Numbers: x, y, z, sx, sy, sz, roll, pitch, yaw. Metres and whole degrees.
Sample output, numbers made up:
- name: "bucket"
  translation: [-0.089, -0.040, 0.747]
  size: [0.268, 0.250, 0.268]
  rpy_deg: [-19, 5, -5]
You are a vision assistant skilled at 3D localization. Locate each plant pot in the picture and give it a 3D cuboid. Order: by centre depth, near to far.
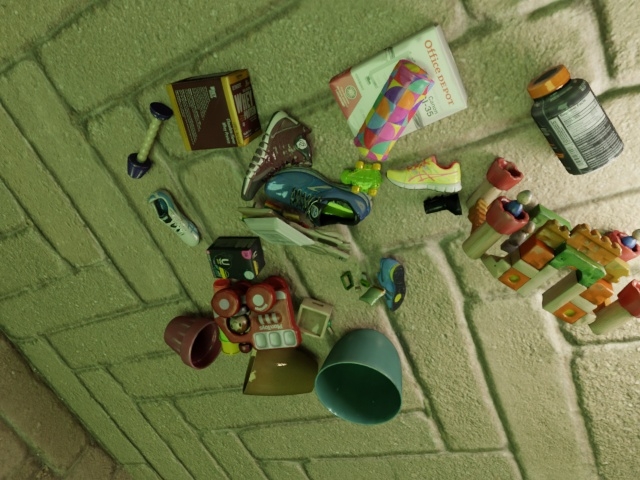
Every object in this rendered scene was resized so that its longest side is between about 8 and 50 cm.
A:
- name: "plant pot"
  translation: [0.152, 0.453, 1.522]
  size: [0.294, 0.235, 0.292]
  rpy_deg: [8, 121, 14]
- name: "plant pot"
  translation: [-0.145, 0.497, 1.667]
  size: [0.255, 0.237, 0.237]
  rpy_deg: [16, 124, -8]
- name: "plant pot"
  translation: [-0.515, 0.389, 1.734]
  size: [0.181, 0.201, 0.201]
  rpy_deg: [16, 124, 26]

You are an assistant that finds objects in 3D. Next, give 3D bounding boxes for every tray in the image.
- name: "tray"
  translation: [-0.137, -0.021, 1.323]
  size: [0.145, 0.030, 0.270]
  rpy_deg: [32, 166, -26]

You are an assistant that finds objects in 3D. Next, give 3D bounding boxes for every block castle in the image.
- name: "block castle"
  translation: [0.596, -0.002, 1.079]
  size: [0.454, 0.303, 0.212]
  rpy_deg: [32, 130, -2]

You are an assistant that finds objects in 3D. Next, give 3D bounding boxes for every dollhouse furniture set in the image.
- name: "dollhouse furniture set"
  translation: [0.136, 0.149, 1.426]
  size: [0.152, 0.076, 0.058]
  rpy_deg: [19, 136, 50]

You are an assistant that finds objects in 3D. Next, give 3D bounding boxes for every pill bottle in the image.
- name: "pill bottle"
  translation: [0.587, -0.284, 1.015]
  size: [0.131, 0.130, 0.245]
  rpy_deg: [-32, 105, 30]

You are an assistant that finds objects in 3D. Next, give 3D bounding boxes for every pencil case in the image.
- name: "pencil case"
  translation: [0.168, -0.299, 1.020]
  size: [0.105, 0.104, 0.236]
  rpy_deg: [31, 127, -2]

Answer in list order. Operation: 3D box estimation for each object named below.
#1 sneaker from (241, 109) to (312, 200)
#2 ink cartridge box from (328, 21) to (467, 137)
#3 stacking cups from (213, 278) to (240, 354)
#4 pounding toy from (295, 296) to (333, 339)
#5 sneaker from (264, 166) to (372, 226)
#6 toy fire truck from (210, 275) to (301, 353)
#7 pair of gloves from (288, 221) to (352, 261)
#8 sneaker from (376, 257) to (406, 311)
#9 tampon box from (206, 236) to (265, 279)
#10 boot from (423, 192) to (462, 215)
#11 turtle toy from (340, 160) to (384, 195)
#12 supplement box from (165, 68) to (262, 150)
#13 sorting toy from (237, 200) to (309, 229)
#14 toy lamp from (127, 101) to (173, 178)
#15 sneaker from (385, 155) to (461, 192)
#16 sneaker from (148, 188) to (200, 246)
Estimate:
- name: "sneaker"
  translation: [-0.113, -0.218, 1.256]
  size: [0.163, 0.106, 0.281]
  rpy_deg: [25, 100, -8]
- name: "ink cartridge box"
  translation: [0.197, -0.379, 1.090]
  size: [0.283, 0.117, 0.207]
  rpy_deg: [-20, 111, 27]
- name: "stacking cups"
  translation: [-0.359, 0.298, 1.677]
  size: [0.096, 0.096, 0.315]
  rpy_deg: [6, 121, 14]
- name: "pounding toy"
  translation: [-0.011, 0.288, 1.573]
  size: [0.141, 0.100, 0.129]
  rpy_deg: [18, 109, 5]
- name: "sneaker"
  translation: [-0.016, -0.125, 1.289]
  size: [0.331, 0.147, 0.129]
  rpy_deg: [15, 122, 11]
- name: "toy fire truck"
  translation: [-0.231, 0.269, 1.519]
  size: [0.303, 0.169, 0.253]
  rpy_deg: [-10, 94, 14]
- name: "pair of gloves"
  translation: [0.000, 0.000, 1.346]
  size: [0.205, 0.042, 0.240]
  rpy_deg: [18, 167, 5]
- name: "sneaker"
  translation: [0.229, 0.142, 1.427]
  size: [0.082, 0.069, 0.209]
  rpy_deg: [28, 141, 40]
- name: "tampon box"
  translation: [-0.293, 0.060, 1.511]
  size: [0.161, 0.101, 0.120]
  rpy_deg: [0, 120, 17]
- name: "boot"
  translation: [0.341, -0.095, 1.214]
  size: [0.099, 0.121, 0.045]
  rpy_deg: [-11, 113, 16]
- name: "turtle toy"
  translation: [0.120, -0.181, 1.260]
  size: [0.131, 0.066, 0.095]
  rpy_deg: [10, 95, 11]
- name: "supplement box"
  translation: [-0.298, -0.372, 1.244]
  size: [0.195, 0.129, 0.191]
  rpy_deg: [-1, 119, 18]
- name: "sorting toy"
  translation: [-0.160, -0.086, 1.356]
  size: [0.275, 0.046, 0.132]
  rpy_deg: [7, 164, 32]
- name: "toy lamp"
  translation: [-0.558, -0.312, 1.393]
  size: [0.080, 0.080, 0.274]
  rpy_deg: [35, 122, -4]
- name: "sneaker"
  translation: [0.287, -0.191, 1.203]
  size: [0.209, 0.081, 0.094]
  rpy_deg: [5, 114, 7]
- name: "sneaker"
  translation: [-0.515, -0.068, 1.518]
  size: [0.085, 0.086, 0.237]
  rpy_deg: [-24, 111, 26]
